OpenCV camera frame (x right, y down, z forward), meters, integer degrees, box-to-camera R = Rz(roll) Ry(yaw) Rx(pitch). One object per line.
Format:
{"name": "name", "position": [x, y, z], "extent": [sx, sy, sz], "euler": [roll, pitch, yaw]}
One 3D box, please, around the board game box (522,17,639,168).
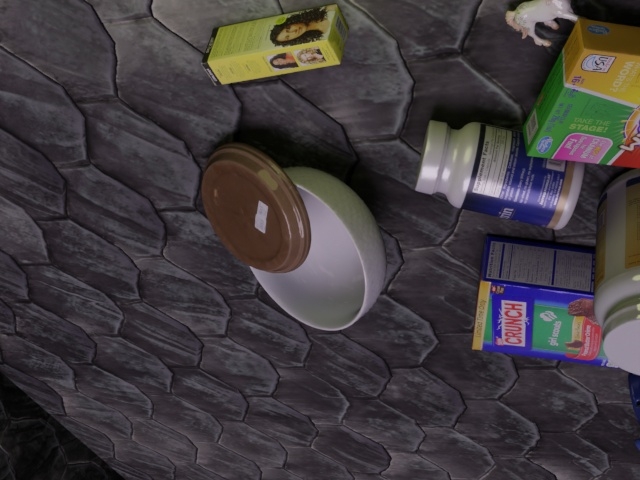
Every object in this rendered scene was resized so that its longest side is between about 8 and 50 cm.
{"name": "board game box", "position": [0.501, -0.210, 1.408], "extent": [0.316, 0.064, 0.242], "euler": [5, 146, -6]}

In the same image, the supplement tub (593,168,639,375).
{"name": "supplement tub", "position": [0.584, 0.052, 1.570], "extent": [0.228, 0.316, 0.228], "euler": [10, 145, 7]}

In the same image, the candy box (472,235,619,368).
{"name": "candy box", "position": [0.478, 0.131, 1.887], "extent": [0.317, 0.122, 0.268], "euler": [8, 145, 11]}

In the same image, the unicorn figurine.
{"name": "unicorn figurine", "position": [0.336, -0.340, 1.340], "extent": [0.111, 0.060, 0.162], "euler": [33, 139, -31]}

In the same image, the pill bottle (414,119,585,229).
{"name": "pill bottle", "position": [0.302, -0.118, 1.579], "extent": [0.264, 0.153, 0.153], "euler": [13, 145, 4]}

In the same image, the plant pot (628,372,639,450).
{"name": "plant pot", "position": [0.848, 0.413, 2.068], "extent": [0.236, 0.212, 0.236], "euler": [-23, 130, 41]}

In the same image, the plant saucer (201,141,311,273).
{"name": "plant saucer", "position": [-0.133, -0.054, 1.763], "extent": [0.277, 0.041, 0.278], "euler": [26, 134, 31]}

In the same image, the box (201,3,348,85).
{"name": "box", "position": [-0.075, -0.316, 1.499], "extent": [0.232, 0.087, 0.058], "euler": [-6, 142, 25]}

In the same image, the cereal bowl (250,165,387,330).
{"name": "cereal bowl", "position": [0.000, 0.000, 1.809], "extent": [0.338, 0.141, 0.339], "euler": [26, 135, 30]}
